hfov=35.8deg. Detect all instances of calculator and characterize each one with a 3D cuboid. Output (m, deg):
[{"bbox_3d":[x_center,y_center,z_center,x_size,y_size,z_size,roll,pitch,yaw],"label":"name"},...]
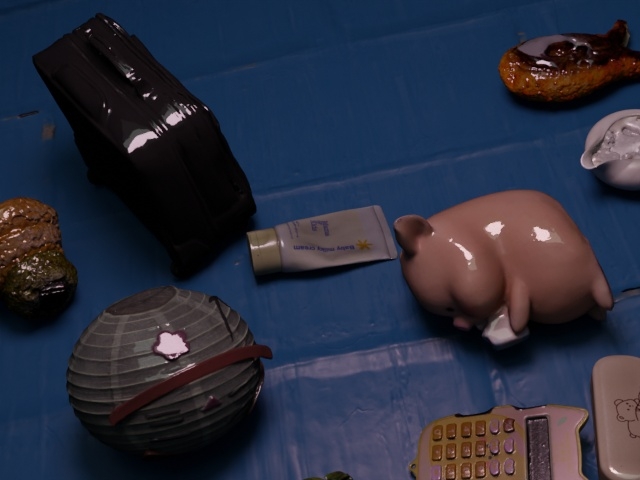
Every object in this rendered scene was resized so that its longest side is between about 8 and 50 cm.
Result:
[{"bbox_3d":[0.228,0.283,1.265,0.236,0.033,0.157,-8,48,19],"label":"calculator"}]

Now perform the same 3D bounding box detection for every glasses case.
[{"bbox_3d":[0.390,0.234,1.262,0.083,0.050,0.196,0,46,7],"label":"glasses case"}]

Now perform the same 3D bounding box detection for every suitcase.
[{"bbox_3d":[-0.277,-0.158,1.541,0.188,0.339,0.345,-37,54,-12],"label":"suitcase"}]

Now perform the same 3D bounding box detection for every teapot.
[{"bbox_3d":[0.488,-0.143,1.523,0.226,0.092,0.145,-34,56,-17],"label":"teapot"}]

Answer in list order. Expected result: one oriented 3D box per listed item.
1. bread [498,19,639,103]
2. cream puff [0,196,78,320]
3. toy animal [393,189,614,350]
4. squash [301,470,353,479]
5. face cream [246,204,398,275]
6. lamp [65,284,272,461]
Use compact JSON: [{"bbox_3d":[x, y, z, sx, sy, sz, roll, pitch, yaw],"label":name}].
[{"bbox_3d":[0.430,-0.294,1.663,0.269,0.095,0.139,-12,52,-15],"label":"bread"},{"bbox_3d":[-0.454,0.045,1.531,0.183,0.183,0.169,-36,69,-16],"label":"cream puff"},{"bbox_3d":[0.247,0.042,1.381,0.256,0.195,0.213,-16,76,1],"label":"toy animal"},{"bbox_3d":[-0.071,0.401,1.229,0.080,0.071,0.318,44,61,-9],"label":"squash"},{"bbox_3d":[0.000,0.000,1.540,0.224,0.070,0.114,-10,50,-8],"label":"face cream"},{"bbox_3d":[-0.204,0.182,1.336,0.265,0.233,0.233,-23,51,-15],"label":"lamp"}]
